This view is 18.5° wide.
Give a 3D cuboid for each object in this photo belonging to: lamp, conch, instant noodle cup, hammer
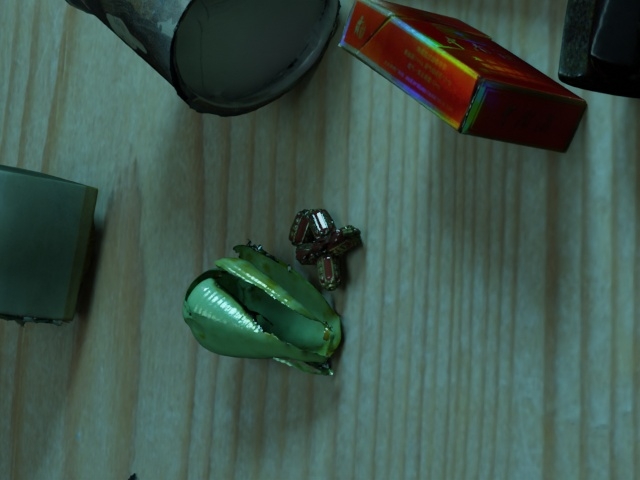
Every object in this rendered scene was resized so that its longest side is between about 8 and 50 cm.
[{"bbox_3d":[0.000,0.000,1.682,0.083,0.031,0.063,45,118,51],"label":"lamp"},{"bbox_3d":[-0.046,0.057,1.701,0.170,0.079,0.105,14,101,37],"label":"conch"},{"bbox_3d":[-0.107,-0.236,1.728,0.207,0.217,0.217,49,122,37],"label":"instant noodle cup"},{"bbox_3d":[0.138,-0.244,1.500,0.409,0.095,0.242,14,95,55],"label":"hammer"}]

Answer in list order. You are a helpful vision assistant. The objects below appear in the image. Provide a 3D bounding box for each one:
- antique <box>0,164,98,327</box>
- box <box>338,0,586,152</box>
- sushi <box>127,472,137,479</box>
[{"bbox_3d":[-0.317,0.001,1.996,0.147,0.148,0.152,16,96,52],"label":"antique"},{"bbox_3d":[0.107,-0.130,1.500,0.175,0.112,0.048,40,115,46],"label":"box"},{"bbox_3d":[-0.240,0.443,1.881,0.320,0.069,0.339,-46,50,37],"label":"sushi"}]
